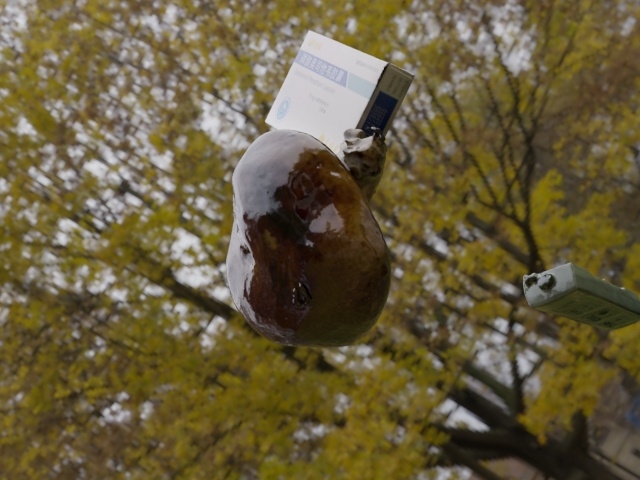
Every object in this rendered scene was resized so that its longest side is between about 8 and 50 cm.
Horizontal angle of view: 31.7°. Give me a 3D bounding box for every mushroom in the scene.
[{"bbox_3d":[0.000,0.000,1.725,0.259,0.345,0.345,-18,-44,-32],"label":"mushroom"}]

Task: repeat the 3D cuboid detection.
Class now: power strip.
[{"bbox_3d":[0.397,0.088,1.667,0.286,0.080,0.048,18,-124,-50],"label":"power strip"}]

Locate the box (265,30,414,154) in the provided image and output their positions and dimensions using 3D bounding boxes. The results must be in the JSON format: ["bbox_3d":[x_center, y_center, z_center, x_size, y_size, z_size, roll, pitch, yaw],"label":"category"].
[{"bbox_3d":[0.026,-0.253,2.036,0.065,0.343,0.200,22,-81,-30],"label":"box"}]
